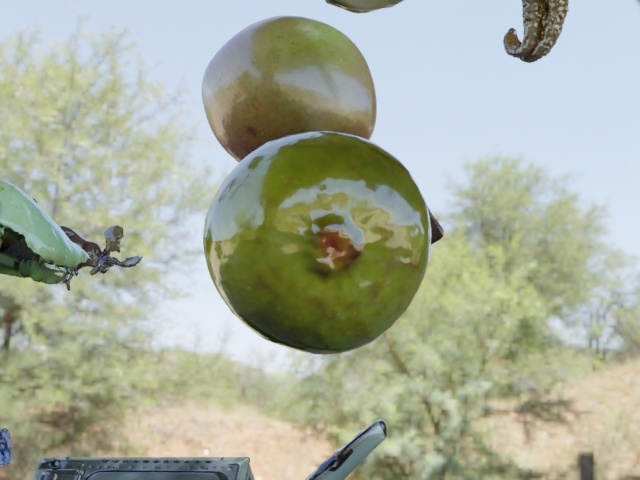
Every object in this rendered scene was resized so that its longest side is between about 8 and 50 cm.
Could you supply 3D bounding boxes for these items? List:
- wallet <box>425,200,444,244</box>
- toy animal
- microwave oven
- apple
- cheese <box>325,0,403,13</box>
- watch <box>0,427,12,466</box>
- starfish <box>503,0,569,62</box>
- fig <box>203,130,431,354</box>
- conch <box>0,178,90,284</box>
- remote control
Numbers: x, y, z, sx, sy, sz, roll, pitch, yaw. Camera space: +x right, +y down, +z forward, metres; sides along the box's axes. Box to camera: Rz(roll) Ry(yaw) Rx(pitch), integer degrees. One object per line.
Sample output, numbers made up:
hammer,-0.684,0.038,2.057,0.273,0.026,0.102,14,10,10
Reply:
wallet,0.186,-0.006,2.330,0.176,0.095,0.026,-30,2,23
toy animal,-0.549,0.029,2.445,0.214,0.186,0.094,38,-17,12
microwave oven,-0.304,0.571,1.846,0.394,0.247,0.333,-3,-46,11
apple,-0.050,-0.257,1.956,0.319,0.277,0.319,-21,-33,-14
cheese,0.100,-0.522,1.860,0.233,0.127,0.266,-35,-25,31
watch,-0.514,0.238,1.233,0.274,0.068,0.276,-16,-25,-20
starfish,0.282,-0.510,1.623,0.324,0.432,0.082,-41,-4,40
fig,0.000,0.000,1.221,0.258,0.258,0.326,3,0,2
conch,-0.419,0.009,1.457,0.143,0.137,0.250,-23,-44,33
remote control,-0.005,0.328,1.345,0.045,0.256,0.097,43,0,17
